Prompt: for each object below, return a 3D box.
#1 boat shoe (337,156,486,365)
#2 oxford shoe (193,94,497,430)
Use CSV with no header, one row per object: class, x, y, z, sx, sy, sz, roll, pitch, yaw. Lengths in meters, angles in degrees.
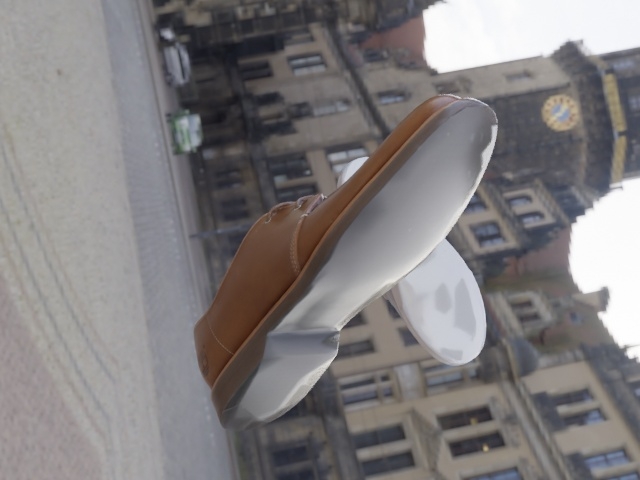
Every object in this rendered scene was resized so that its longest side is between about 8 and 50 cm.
boat shoe,0.067,0.021,0.779,0.184,0.066,0.063,54,-16,11
oxford shoe,0.000,0.000,0.484,0.076,0.212,0.076,16,33,-50
